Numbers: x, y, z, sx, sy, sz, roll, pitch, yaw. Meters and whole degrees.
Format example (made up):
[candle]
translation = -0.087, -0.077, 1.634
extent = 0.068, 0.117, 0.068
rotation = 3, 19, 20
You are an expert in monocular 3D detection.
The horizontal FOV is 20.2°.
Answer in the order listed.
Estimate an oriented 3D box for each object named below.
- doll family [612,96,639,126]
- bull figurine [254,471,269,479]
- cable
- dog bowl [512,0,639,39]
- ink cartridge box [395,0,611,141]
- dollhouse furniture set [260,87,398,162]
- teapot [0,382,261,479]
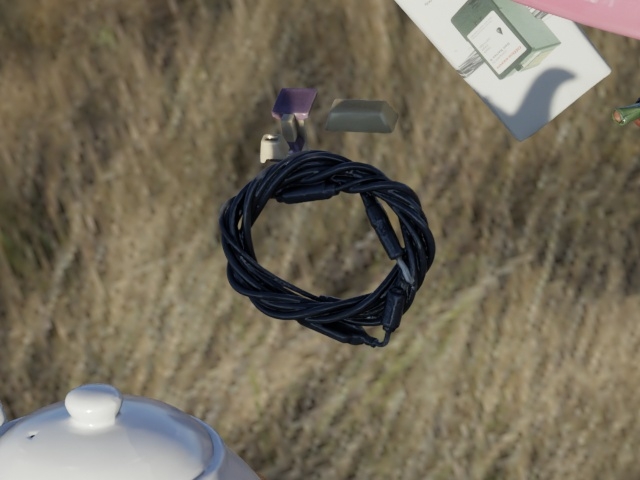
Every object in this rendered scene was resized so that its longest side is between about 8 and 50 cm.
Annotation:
[doll family]
translation = 0.277, -0.106, 1.118
extent = 0.193, 0.076, 0.111
rotation = -1, 0, -7
[bull figurine]
translation = -0.112, 0.281, 1.837
extent = 0.310, 0.101, 0.188
rotation = 9, -4, -15
[cable]
translation = 0.000, 0.000, 1.498
extent = 0.184, 0.151, 0.047
rotation = 25, 19, 14
[dog bowl]
translation = 0.187, -0.223, 1.005
extent = 0.407, 0.150, 0.408
rotation = 13, 23, -5
[ink cartridge box]
translation = 0.134, -0.263, 1.743
extent = 0.121, 0.289, 0.211
rotation = -38, 41, 10
[dollhouse furniture set]
translation = 0.012, -0.081, 1.663
extent = 0.114, 0.081, 0.091
rotation = 3, 40, 14
[teapot]
translation = -0.134, 0.172, 1.066
extent = 0.256, 0.187, 0.252
rotation = -4, 19, -3
